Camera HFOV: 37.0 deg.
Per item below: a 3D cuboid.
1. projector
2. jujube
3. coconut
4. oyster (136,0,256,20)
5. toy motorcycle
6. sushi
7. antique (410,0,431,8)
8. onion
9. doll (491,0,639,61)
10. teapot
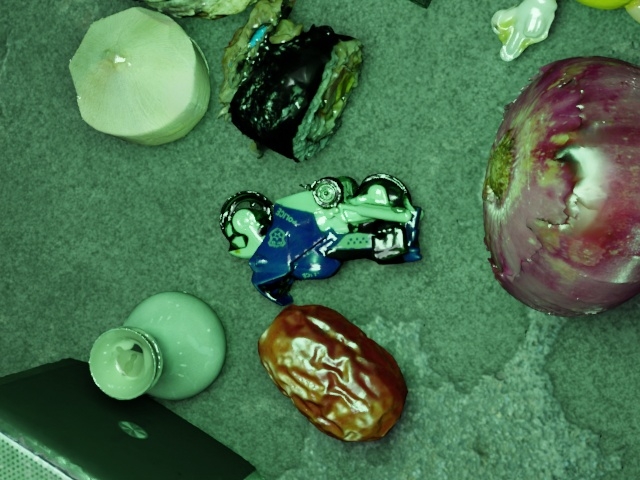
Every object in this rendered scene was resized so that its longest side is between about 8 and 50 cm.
[{"bbox_3d":[-0.343,0.387,1.455,0.405,0.395,0.242,30,97,9],"label":"projector"},{"bbox_3d":[0.018,0.207,1.482,0.250,0.174,0.174,35,99,7],"label":"jujube"},{"bbox_3d":[-0.289,-0.260,1.509,0.224,0.234,0.224,0,89,18],"label":"coconut"},{"bbox_3d":[-0.212,-0.414,1.513,0.275,0.100,0.271,-24,46,5],"label":"oyster"},{"bbox_3d":[0.000,0.000,1.513,0.331,0.125,0.196,-7,92,16],"label":"toy motorcycle"},{"bbox_3d":[-0.065,-0.250,1.464,0.218,0.225,0.238,40,93,16],"label":"sushi"},{"bbox_3d":[0.102,-0.445,1.489,0.183,0.088,0.086,29,97,11],"label":"antique"},{"bbox_3d":[0.377,-0.060,1.306,0.345,0.358,0.358,29,98,8],"label":"onion"},{"bbox_3d":[0.434,-0.404,1.386,0.423,0.161,0.348,15,105,13],"label":"doll"},{"bbox_3d":[-0.261,0.177,1.505,0.183,0.251,0.183,1,93,13],"label":"teapot"}]
